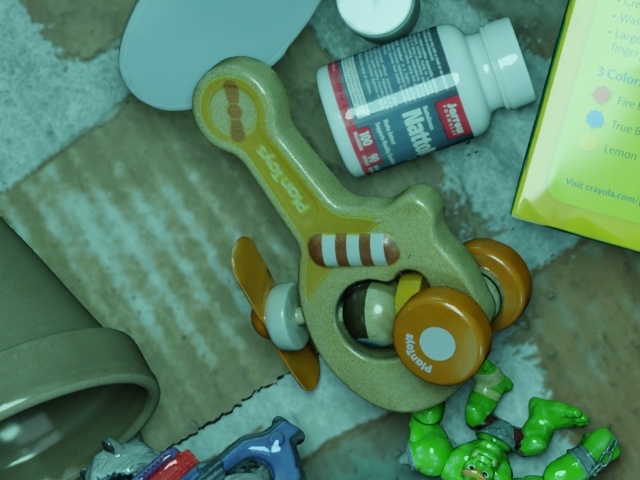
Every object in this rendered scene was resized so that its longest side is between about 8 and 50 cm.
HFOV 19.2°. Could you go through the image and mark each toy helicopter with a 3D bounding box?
[{"bbox_3d":[0.000,0.000,1.652,0.235,0.140,0.355,-33,96,33],"label":"toy helicopter"}]

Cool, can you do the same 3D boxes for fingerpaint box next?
[{"bbox_3d":[0.424,-0.138,1.626,0.445,0.163,0.371,15,94,5],"label":"fingerpaint box"}]

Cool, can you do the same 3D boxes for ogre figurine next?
[{"bbox_3d":[0.160,0.183,1.703,0.197,0.097,0.118,31,76,-10],"label":"ogre figurine"}]

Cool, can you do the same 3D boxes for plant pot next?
[{"bbox_3d":[-0.311,0.102,1.694,0.263,0.263,0.229,-34,70,6],"label":"plant pot"}]

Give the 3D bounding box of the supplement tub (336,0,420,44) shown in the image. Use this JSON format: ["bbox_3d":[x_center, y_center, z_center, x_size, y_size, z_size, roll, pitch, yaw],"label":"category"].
[{"bbox_3d":[0.053,-0.214,1.695,0.071,0.107,0.071,0,91,7],"label":"supplement tub"}]

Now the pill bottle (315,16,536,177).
[{"bbox_3d":[0.096,-0.133,1.691,0.180,0.108,0.108,-19,89,7],"label":"pill bottle"}]

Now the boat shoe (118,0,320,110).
[{"bbox_3d":[-0.048,-0.277,1.690,0.136,0.156,0.367,36,100,-14],"label":"boat shoe"}]

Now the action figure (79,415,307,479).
[{"bbox_3d":[-0.128,0.333,1.700,0.341,0.178,0.330,-31,82,-18],"label":"action figure"}]
